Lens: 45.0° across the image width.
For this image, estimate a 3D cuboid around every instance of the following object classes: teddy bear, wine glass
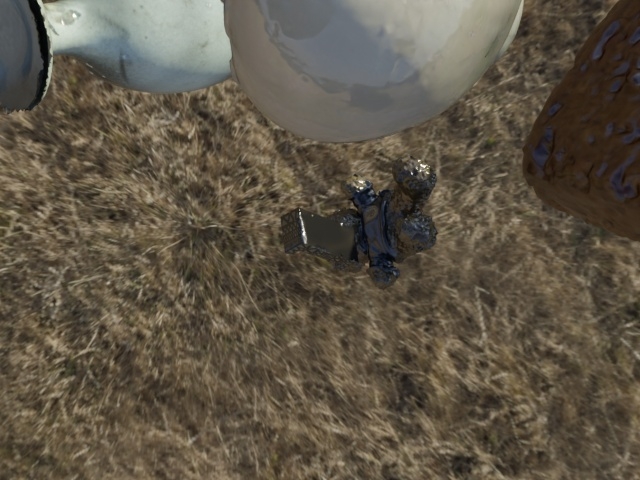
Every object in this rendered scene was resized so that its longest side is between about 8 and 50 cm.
[{"bbox_3d":[0.102,-0.017,1.185,0.129,0.251,0.182,9,70,-39],"label":"teddy bear"},{"bbox_3d":[-0.228,-0.250,0.883,0.357,0.190,0.191,-27,96,-47],"label":"wine glass"}]

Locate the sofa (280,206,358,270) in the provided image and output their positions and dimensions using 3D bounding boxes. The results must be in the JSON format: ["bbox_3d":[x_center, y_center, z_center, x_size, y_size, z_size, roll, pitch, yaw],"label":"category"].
[{"bbox_3d":[0.000,0.000,1.066,0.118,0.039,0.060,18,53,-45],"label":"sofa"}]

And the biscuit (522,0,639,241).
[{"bbox_3d":[0.465,-0.160,0.984,0.166,0.395,0.343,37,87,-30],"label":"biscuit"}]

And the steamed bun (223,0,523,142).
[{"bbox_3d":[0.052,-0.153,0.451,0.130,0.177,0.228,29,60,18],"label":"steamed bun"}]
